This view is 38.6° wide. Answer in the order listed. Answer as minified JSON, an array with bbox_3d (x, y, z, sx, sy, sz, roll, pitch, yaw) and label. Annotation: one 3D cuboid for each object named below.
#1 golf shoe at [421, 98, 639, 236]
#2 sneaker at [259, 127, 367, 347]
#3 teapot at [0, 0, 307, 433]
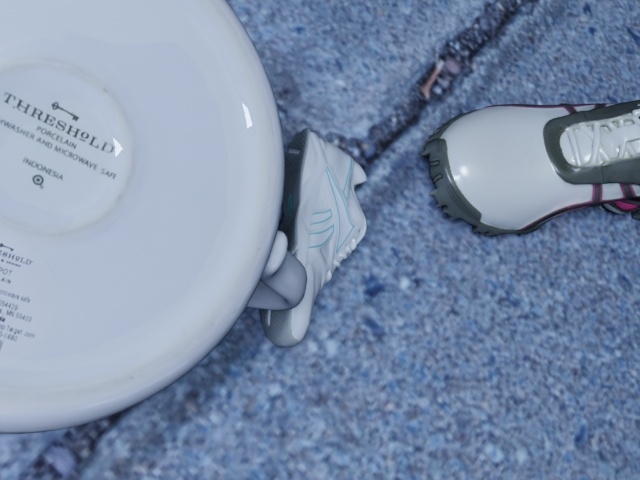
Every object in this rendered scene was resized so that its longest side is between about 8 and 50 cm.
[{"bbox_3d":[0.204,-0.072,0.696,0.273,0.120,0.105,-6,75,-29],"label":"golf shoe"},{"bbox_3d":[0.000,0.000,0.592,0.061,0.054,0.152,22,61,-23],"label":"sneaker"},{"bbox_3d":[-0.149,-0.030,0.443,0.252,0.187,0.256,-28,100,-28],"label":"teapot"}]
